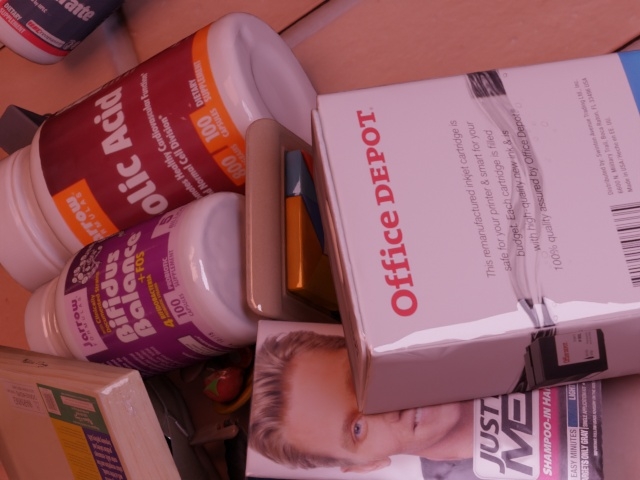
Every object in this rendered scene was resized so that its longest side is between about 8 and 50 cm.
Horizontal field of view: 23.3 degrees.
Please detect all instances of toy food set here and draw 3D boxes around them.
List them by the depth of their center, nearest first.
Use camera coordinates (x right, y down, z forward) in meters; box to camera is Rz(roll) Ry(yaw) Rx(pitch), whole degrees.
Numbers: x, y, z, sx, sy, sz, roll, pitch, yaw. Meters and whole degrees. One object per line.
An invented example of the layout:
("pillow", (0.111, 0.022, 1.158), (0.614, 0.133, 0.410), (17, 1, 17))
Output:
("toy food set", (-0.105, 0.125, 1.786), (0.128, 0.071, 0.218), (-12, 48, 63))

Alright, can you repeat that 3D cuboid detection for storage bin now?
("storage bin", (-0.365, -0.127, 2.057), (0.135, 0.091, 0.098), (38, 96, 33))

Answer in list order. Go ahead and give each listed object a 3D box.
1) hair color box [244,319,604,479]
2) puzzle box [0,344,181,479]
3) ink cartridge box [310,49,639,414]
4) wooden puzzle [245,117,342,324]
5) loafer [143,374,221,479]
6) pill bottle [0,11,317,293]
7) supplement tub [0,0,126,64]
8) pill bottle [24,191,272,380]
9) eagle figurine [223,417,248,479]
("hair color box", (0.103, 0.185, 1.558), (0.347, 0.105, 0.173), (2, 60, 1))
("puzzle box", (-0.259, 0.257, 1.712), (0.409, 0.052, 0.272), (2, 115, 58))
("ink cartridge box", (0.204, -0.012, 1.514), (0.395, 0.166, 0.285), (-8, 62, -6))
("wooden puzzle", (0.000, 0.000, 1.706), (0.044, 0.239, 0.221), (-11, 70, 29))
("loafer", (-0.204, 0.234, 1.846), (0.102, 0.092, 0.268), (-47, 57, 10))
("pill bottle", (-0.205, -0.091, 1.867), (0.392, 0.224, 0.224), (-27, 63, 22))
("supplement tub", (-0.327, -0.381, 2.053), (0.272, 0.191, 0.191), (-40, 59, 15))
("pill bottle", (-0.188, 0.065, 1.731), (0.302, 0.169, 0.169), (-21, 65, 36))
("eagle figurine", (0.001, 0.300, 1.673), (0.226, 0.225, 0.298), (8, 37, -5))
